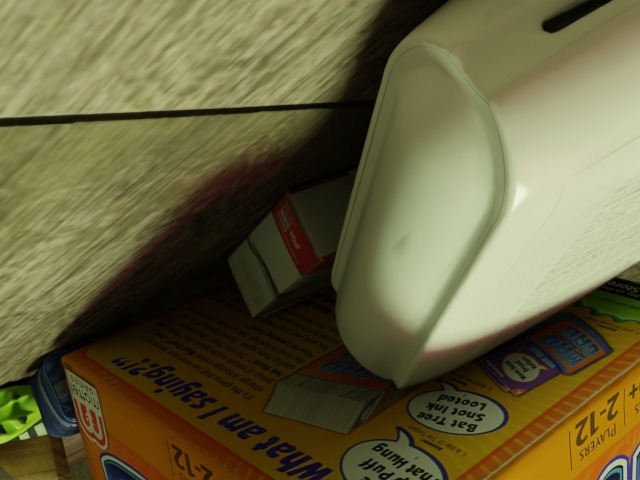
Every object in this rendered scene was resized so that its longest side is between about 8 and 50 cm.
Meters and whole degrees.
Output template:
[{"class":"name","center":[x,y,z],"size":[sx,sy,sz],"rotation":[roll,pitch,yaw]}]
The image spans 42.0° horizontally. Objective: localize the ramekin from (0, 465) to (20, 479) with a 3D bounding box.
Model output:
[{"class":"ramekin","center":[-0.264,0.156,0.353],"size":[0.272,0.127,0.273],"rotation":[-36,161,-14]}]

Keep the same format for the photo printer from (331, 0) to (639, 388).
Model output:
[{"class":"photo printer","center":[0.138,-0.050,0.454],"size":[0.256,0.107,0.308],"rotation":[-26,159,-17]}]

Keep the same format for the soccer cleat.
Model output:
[{"class":"soccer cleat","center":[-0.260,0.154,0.773],"size":[0.072,0.060,0.178],"rotation":[-21,169,31]}]

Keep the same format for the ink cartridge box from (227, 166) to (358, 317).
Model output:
[{"class":"ink cartridge box","center":[0.000,0.000,0.628],"size":[0.099,0.056,0.135],"rotation":[-21,169,-31]}]

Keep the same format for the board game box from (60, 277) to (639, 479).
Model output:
[{"class":"board game box","center":[0.062,0.229,0.684],"size":[0.356,0.357,0.356],"rotation":[-23,-154,-36]}]

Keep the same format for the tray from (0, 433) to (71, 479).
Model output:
[{"class":"tray","center":[-0.434,0.293,0.891],"size":[0.202,0.076,0.411],"rotation":[-6,159,-38]}]

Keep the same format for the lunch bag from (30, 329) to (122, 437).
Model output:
[{"class":"lunch bag","center":[-0.193,0.121,0.720],"size":[0.098,0.067,0.065],"rotation":[-21,170,-37]}]
